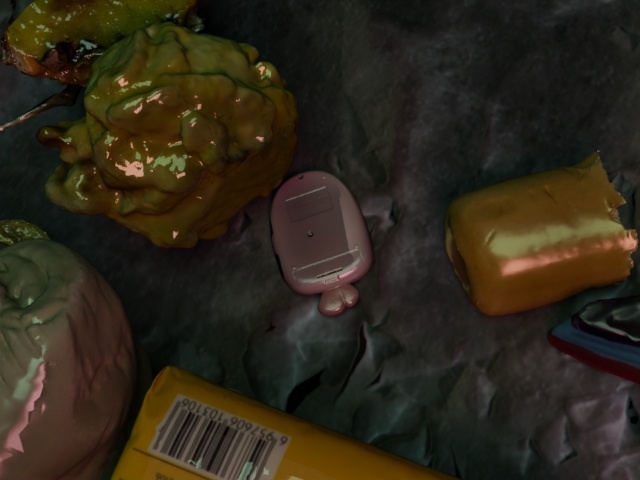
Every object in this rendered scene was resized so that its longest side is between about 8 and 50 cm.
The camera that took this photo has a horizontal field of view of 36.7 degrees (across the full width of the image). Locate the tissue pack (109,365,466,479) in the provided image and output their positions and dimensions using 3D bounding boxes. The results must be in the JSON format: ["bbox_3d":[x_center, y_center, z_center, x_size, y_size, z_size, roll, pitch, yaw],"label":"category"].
[{"bbox_3d":[0.004,0.305,0.792,0.382,0.228,0.293,17,72,18],"label":"tissue pack"}]

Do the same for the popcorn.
[{"bbox_3d":[-0.154,-0.109,0.982,0.266,0.233,0.192,-15,56,-14],"label":"popcorn"}]

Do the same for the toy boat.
[{"bbox_3d":[0.411,0.089,0.881,0.392,0.079,0.136,3,68,10],"label":"toy boat"}]

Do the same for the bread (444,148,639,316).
[{"bbox_3d":[0.210,-0.005,0.945,0.173,0.085,0.134,-17,67,4],"label":"bread"}]

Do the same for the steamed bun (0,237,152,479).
[{"bbox_3d":[-0.305,0.168,0.889,0.368,0.255,0.342,-45,49,5],"label":"steamed bun"}]

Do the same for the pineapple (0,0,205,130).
[{"bbox_3d":[-0.221,-0.238,1.093,0.161,0.158,0.334,31,54,-3],"label":"pineapple"}]

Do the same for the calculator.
[{"bbox_3d":[0.000,0.000,1.019,0.103,0.024,0.166,-19,66,4],"label":"calculator"}]

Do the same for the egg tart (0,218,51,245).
[{"bbox_3d":[-0.347,0.039,1.064,0.129,0.049,0.129,-2,74,8],"label":"egg tart"}]
